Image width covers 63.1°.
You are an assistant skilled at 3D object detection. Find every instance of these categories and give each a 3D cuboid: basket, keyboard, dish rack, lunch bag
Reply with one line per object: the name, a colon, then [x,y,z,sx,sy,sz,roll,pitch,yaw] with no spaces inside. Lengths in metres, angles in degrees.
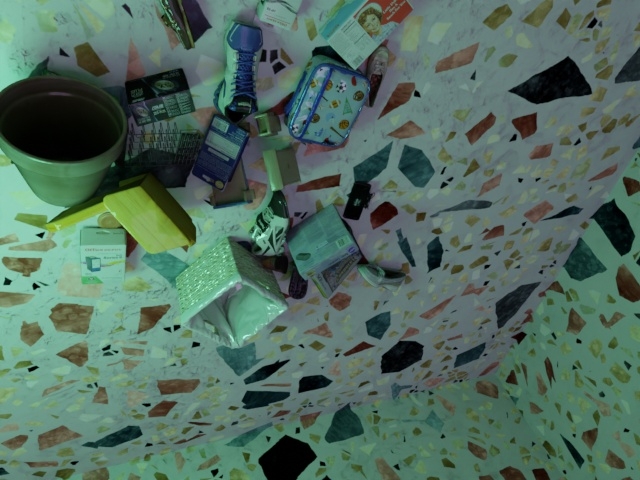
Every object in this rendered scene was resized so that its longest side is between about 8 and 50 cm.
basket: [-0.373,0.221,2.157,0.331,0.266,0.328,-39,136,12]
keyboard: [0.165,-0.169,2.214,0.100,0.038,0.192,14,129,-6]
dish rack: [-0.525,-0.308,1.671,0.272,0.074,0.208,-7,158,-27]
lunch bag: [0.013,-0.465,1.787,0.243,0.114,0.303,9,126,-29]

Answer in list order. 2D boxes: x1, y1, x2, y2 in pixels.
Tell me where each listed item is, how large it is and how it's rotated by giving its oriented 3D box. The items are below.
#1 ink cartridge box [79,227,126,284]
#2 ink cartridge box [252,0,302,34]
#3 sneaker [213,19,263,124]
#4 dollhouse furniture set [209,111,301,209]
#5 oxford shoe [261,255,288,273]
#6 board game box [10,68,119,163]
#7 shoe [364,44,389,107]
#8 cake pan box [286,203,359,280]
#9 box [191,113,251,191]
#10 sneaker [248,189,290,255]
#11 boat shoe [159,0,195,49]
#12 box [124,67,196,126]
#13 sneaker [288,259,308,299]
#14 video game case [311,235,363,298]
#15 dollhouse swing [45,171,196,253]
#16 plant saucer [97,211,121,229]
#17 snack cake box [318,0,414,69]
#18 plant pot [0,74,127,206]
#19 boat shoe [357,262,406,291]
ink cartridge box: [-0.798,0.059,1.916,0.155,0.093,0.212,-1,134,-24]
ink cartridge box: [-0.120,-0.693,1.535,0.104,0.060,0.180,7,129,-31]
sneaker: [-0.234,-0.486,1.595,0.128,0.182,0.315,0,132,-28]
dollhouse furniture set: [-0.263,-0.281,1.861,0.304,0.198,0.286,-9,99,17]
oxford shoe: [-0.192,0.099,2.249,0.076,0.076,0.212,5,171,17]
board game box: [-0.777,-0.334,1.584,0.214,0.046,0.317,17,123,-37]
shoe: [0.193,-0.564,1.811,0.077,0.058,0.219,-2,132,-24]
cake pan box: [0.000,0.000,2.135,0.267,0.245,0.070,-32,141,4]
box: [-0.336,-0.293,1.754,0.225,0.137,0.036,-62,172,19]
sneaker: [-0.209,-0.053,2.072,0.146,0.122,0.330,-8,134,-22]
boat shoe: [-0.410,-0.632,1.453,0.073,0.073,0.206,-18,130,-6]
box: [-0.479,-0.430,1.558,0.180,0.147,0.077,-17,137,-9]
sneaker: [-0.081,0.112,2.327,0.107,0.124,0.283,19,101,-7]
video game case: [0.066,0.092,2.322,0.275,0.035,0.248,-49,140,-17]
dollhouse swing: [-0.617,-0.043,1.663,0.305,0.347,0.315,-38,110,-2]
plant saucer: [-0.758,-0.067,1.877,0.084,0.013,0.083,-14,137,-13]
snack cake box: [0.144,-0.694,1.640,0.264,0.089,0.152,-42,133,17]
plant pot: [-0.721,-0.250,1.469,0.324,0.323,0.280,-2,148,-24]
boat shoe: [0.300,0.167,2.542,0.321,0.118,0.103,22,113,-44]
